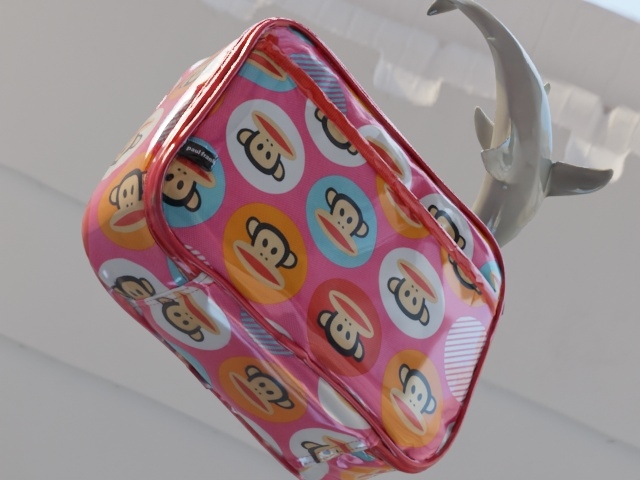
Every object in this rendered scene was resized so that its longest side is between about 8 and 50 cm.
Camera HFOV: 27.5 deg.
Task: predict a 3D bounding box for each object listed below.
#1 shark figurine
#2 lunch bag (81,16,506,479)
[{"bbox_3d":[0.157,-0.113,1.185,0.166,0.116,0.278,-4,-76,38],"label":"shark figurine"},{"bbox_3d":[0.000,0.000,0.914,0.293,0.120,0.258,46,-133,-20],"label":"lunch bag"}]
